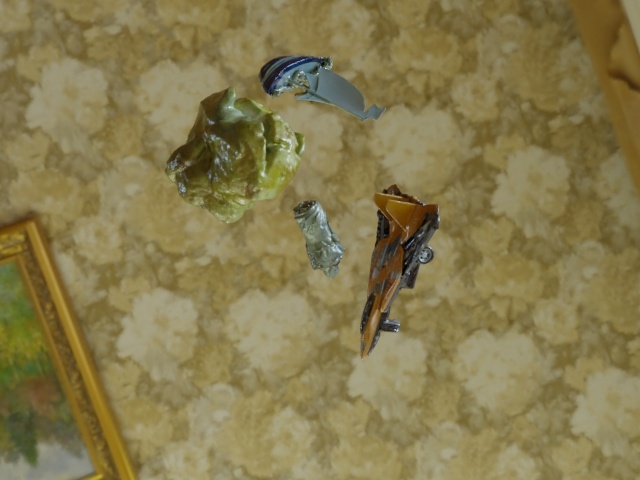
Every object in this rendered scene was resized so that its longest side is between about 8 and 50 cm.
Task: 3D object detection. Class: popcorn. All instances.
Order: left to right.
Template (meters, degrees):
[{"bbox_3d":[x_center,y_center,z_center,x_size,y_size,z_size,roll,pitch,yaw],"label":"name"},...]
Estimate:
[{"bbox_3d":[-0.174,-0.167,1.810,0.276,0.225,0.277,-35,-143,32],"label":"popcorn"}]

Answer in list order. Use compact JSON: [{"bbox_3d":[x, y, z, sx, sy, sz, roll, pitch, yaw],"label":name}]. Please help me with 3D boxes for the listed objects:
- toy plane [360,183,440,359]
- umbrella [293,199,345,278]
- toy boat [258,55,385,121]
[{"bbox_3d":[0.132,0.069,1.595,0.102,0.316,0.204,1,-164,-24],"label":"toy plane"},{"bbox_3d":[0.000,0.000,1.453,0.062,0.144,0.067,-2,-150,33],"label":"umbrella"},{"bbox_3d":[0.014,-0.337,1.947,0.291,0.067,0.220,27,-139,26],"label":"toy boat"}]
